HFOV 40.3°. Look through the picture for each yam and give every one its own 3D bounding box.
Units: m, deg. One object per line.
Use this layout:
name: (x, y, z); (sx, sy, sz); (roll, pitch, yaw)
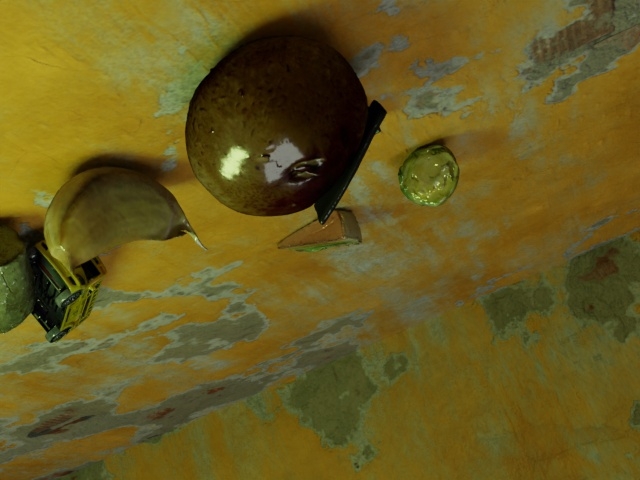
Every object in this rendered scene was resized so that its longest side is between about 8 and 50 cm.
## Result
yam: (-0.670, 0.077, 1.803); (0.154, 0.154, 0.254); (-11, 141, -23)

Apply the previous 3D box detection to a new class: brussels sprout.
brussels sprout: (0.274, -0.157, 2.144); (0.152, 0.149, 0.122); (-11, 180, 20)

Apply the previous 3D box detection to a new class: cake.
cake: (-0.002, -0.021, 2.360); (0.225, 0.090, 0.109); (-11, 169, 33)

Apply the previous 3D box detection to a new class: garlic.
garlic: (-0.399, -0.046, 1.750); (0.338, 0.196, 0.151); (-10, 171, -45)

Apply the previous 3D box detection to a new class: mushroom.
mushroom: (-0.068, -0.230, 1.596); (0.334, 0.356, 0.331); (27, 132, -20)

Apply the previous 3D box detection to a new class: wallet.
wallet: (0.057, -0.148, 1.657); (0.025, 0.124, 0.244); (27, 104, -11)

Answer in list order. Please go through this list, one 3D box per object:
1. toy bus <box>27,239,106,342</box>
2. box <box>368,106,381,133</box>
toy bus: (-0.586, 0.101, 1.982); (0.151, 0.145, 0.331); (-35, 171, -34)
box: (0.100, -0.261, 1.850); (0.023, 0.051, 0.082); (-27, 158, 13)
